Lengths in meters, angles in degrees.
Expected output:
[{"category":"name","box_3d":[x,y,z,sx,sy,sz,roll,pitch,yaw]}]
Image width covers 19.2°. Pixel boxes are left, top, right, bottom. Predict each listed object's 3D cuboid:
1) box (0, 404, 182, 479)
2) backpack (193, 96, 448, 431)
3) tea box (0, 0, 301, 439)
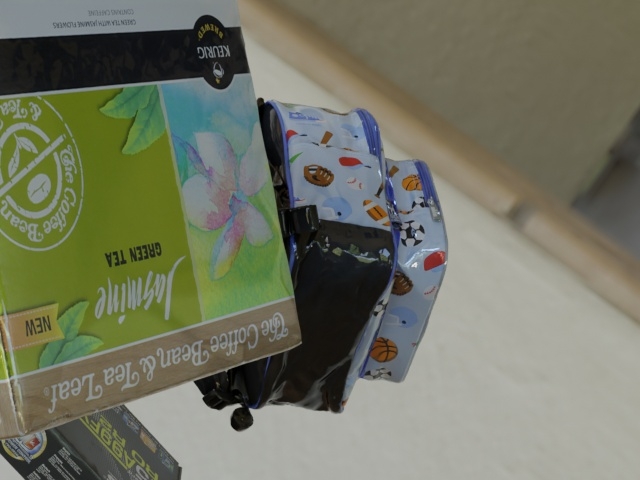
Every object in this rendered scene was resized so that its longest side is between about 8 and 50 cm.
[{"category":"box","box_3d":[-0.248,0.189,1.874,0.270,0.060,0.216,49,9,-13]},{"category":"backpack","box_3d":[0.000,0.000,1.768,0.213,0.276,0.263,4,44,-21]},{"category":"tea box","box_3d":[-0.209,-0.043,1.295,0.220,0.323,0.329,-9,3,31]}]
